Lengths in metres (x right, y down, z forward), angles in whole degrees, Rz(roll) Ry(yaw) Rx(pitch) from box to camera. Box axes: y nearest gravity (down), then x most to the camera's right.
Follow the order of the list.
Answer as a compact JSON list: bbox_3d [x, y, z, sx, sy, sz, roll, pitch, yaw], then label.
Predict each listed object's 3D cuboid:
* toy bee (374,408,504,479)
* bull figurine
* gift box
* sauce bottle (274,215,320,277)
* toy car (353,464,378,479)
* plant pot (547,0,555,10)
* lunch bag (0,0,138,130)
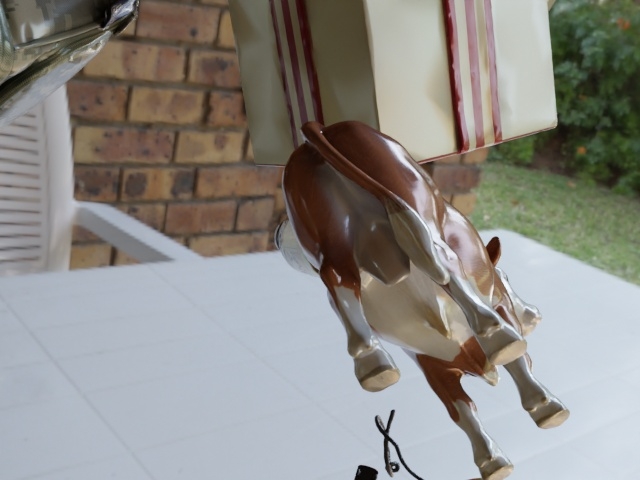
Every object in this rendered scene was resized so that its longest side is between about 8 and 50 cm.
[{"bbox_3d":[0.141,0.272,0.712,0.162,0.298,0.195,-12,-27,7],"label":"toy bee"},{"bbox_3d":[0.081,0.043,0.540,0.310,0.101,0.188,38,20,-45],"label":"bull figurine"},{"bbox_3d":[0.040,-0.212,0.772,0.255,0.258,0.276,-18,17,-37],"label":"gift box"},{"bbox_3d":[0.000,0.000,1.197,0.112,0.111,0.344,7,0,-13],"label":"sauce bottle"},{"bbox_3d":[0.030,0.376,1.239,0.122,0.060,0.040,-3,-19,7],"label":"toy car"},{"bbox_3d":[0.237,-0.437,1.057,0.334,0.305,0.334,26,-6,3],"label":"plant pot"},{"bbox_3d":[-0.334,-0.185,0.696,0.305,0.212,0.256,-23,-2,37],"label":"lunch bag"}]
